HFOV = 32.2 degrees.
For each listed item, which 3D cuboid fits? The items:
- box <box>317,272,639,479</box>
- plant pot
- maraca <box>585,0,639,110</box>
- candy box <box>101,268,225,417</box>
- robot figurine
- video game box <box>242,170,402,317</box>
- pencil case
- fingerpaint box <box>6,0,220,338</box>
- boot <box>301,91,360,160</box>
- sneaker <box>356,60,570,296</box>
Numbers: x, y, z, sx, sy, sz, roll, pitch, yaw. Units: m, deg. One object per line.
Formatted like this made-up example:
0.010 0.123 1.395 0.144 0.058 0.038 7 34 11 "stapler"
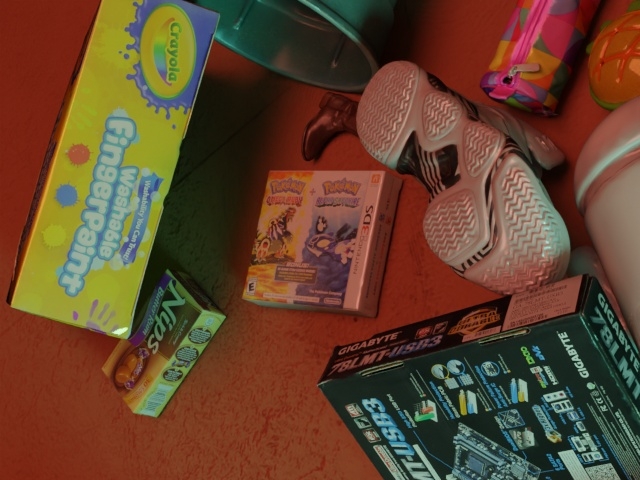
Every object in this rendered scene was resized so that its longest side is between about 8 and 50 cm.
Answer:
0.193 0.199 1.099 0.293 0.296 0.073 -19 24 35 "box"
-0.007 -0.423 1.454 0.341 0.341 0.334 19 80 41 "plant pot"
0.350 -0.208 1.228 0.127 0.099 0.186 -33 31 24 "maraca"
-0.228 0.148 1.600 0.109 0.053 0.187 44 105 40 "candy box"
0.369 -0.005 1.067 0.300 0.199 0.354 -39 54 34 "robot figurine"
0.000 0.000 1.470 0.205 0.048 0.187 2 74 39 "video game box"
0.271 -0.260 1.305 0.104 0.104 0.236 21 88 41 "pencil case"
-0.309 -0.101 1.565 0.371 0.163 0.445 175 111 -73 "fingerpaint box"
0.035 -0.145 1.501 0.114 0.037 0.106 22 92 37 "boot"
0.196 -0.057 1.199 0.137 0.210 0.366 -57 40 21 "sneaker"
